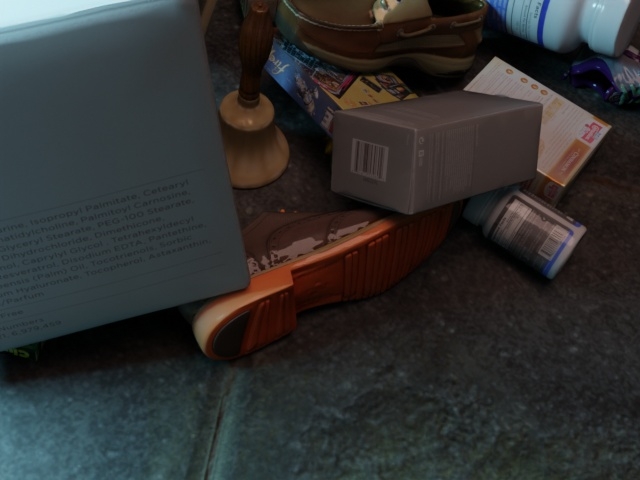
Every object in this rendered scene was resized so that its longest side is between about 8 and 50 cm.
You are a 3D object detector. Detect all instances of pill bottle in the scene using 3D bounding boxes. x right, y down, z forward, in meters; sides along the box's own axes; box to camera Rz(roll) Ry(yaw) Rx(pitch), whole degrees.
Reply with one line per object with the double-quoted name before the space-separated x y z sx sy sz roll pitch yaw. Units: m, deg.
"pill bottle" 0.310 -0.354 1.420 0.272 0.152 0.152 25 53 23
"pill bottle" 0.249 -0.020 1.243 0.137 0.078 0.078 35 56 14

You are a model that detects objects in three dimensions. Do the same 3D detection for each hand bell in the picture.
"hand bell" -0.081 -0.184 1.196 0.126 0.242 0.126 6 53 -8

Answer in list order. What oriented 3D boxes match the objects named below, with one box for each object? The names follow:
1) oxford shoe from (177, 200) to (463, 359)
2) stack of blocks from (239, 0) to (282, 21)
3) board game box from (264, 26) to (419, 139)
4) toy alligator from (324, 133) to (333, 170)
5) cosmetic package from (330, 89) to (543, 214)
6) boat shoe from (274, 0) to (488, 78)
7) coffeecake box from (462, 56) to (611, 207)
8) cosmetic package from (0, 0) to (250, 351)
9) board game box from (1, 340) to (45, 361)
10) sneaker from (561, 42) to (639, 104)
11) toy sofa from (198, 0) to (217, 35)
"oxford shoe" 0.000 0.000 1.155 0.364 0.130 0.132 -22 55 -25
"stack of blocks" -0.090 -0.443 1.426 0.087 0.171 0.297 -7 57 -15
"board game box" 0.041 -0.190 1.299 0.165 0.042 0.243 -8 47 -43
"toy alligator" 0.033 -0.128 1.297 0.056 0.051 0.189 21 33 -11
"cosmetic package" 0.137 -0.108 1.162 0.238 0.107 0.127 -12 22 -41
"boat shoe" 0.090 -0.298 1.330 0.324 0.120 0.122 -4 44 -38
"coffeecake box" 0.266 -0.140 1.339 0.185 0.068 0.142 35 55 14
"cosmetic package" -0.274 -0.147 0.974 0.328 0.393 0.329 -14 52 -6
"board game box" -0.339 0.007 1.142 0.136 0.030 0.259 16 53 -2
"sneaker" 0.457 -0.211 1.432 0.224 0.083 0.098 28 64 23
"toy sofa" -0.302 -0.358 1.260 0.363 0.150 0.177 22 13 -2
